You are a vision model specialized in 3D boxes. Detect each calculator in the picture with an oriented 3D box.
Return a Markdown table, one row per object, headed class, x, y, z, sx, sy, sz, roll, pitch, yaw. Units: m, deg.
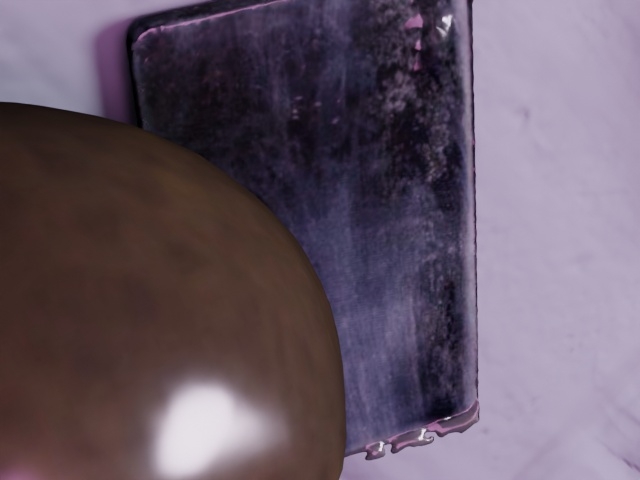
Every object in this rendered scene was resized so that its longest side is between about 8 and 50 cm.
| class | x | y | z | sx | sy | sz | roll | pitch | yaw |
| --- | --- | --- | --- | --- | --- | --- | --- | --- | --- |
| calculator | 0.000 | 0.000 | 0.724 | 0.161 | 0.021 | 0.261 | -14 | 123 | -17 |

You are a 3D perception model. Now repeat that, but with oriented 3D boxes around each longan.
| class | x | y | z | sx | sy | sz | roll | pitch | yaw |
| --- | --- | --- | --- | --- | --- | --- | --- | --- | --- |
| longan | -0.118 | 0.069 | 0.568 | 0.258 | 0.258 | 0.258 | -12 | 122 | -19 |
